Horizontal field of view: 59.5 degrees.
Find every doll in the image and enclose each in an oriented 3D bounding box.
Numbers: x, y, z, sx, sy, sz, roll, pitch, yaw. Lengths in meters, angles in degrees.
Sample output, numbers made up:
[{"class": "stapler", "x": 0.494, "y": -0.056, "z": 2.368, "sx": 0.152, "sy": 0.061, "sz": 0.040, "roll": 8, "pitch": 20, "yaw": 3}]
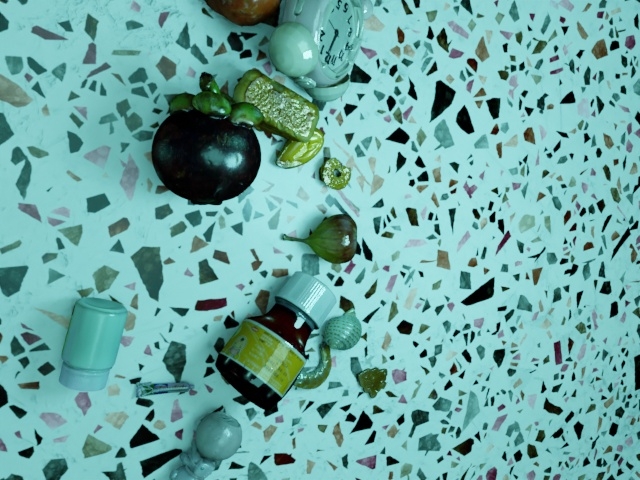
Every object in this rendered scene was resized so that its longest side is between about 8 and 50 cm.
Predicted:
[{"class": "doll", "x": -0.354, "y": 0.664, "z": 1.693, "sx": 0.151, "sy": 0.151, "sz": 0.287, "roll": 35, "pitch": 86, "yaw": -26}]

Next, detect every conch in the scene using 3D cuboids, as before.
[{"class": "conch", "x": 0.085, "y": 0.311, "z": 1.872, "sx": 0.153, "sy": 0.102, "sz": 0.135, "roll": -34, "pitch": 125, "yaw": -18}]

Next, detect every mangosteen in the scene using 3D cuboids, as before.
[{"class": "mangosteen", "x": -0.299, "y": -0.243, "z": 1.484, "sx": 0.311, "sy": 0.311, "sz": 0.311, "roll": -4, "pitch": 100, "yaw": -25}]

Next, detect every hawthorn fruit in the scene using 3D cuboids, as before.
[{"class": "hawthorn fruit", "x": -0.192, "y": -0.697, "z": 1.526, "sx": 0.272, "sy": 0.242, "sz": 0.242, "roll": 24, "pitch": 87, "yaw": -58}]

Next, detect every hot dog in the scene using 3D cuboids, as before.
[{"class": "hot dog", "x": -0.137, "y": -0.384, "z": 1.620, "sx": 0.257, "sy": 0.153, "sz": 0.150, "roll": 25, "pitch": 91, "yaw": -25}]

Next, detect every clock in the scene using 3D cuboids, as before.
[{"class": "clock", "x": 0.000, "y": -0.587, "z": 1.588, "sx": 0.342, "sy": 0.184, "sz": 0.325, "roll": 15, "pitch": 90, "yaw": -59}]

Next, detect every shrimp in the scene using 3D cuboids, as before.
[{"class": "shrimp", "x": -0.030, "y": 0.412, "z": 1.860, "sx": 0.161, "sy": 0.049, "sz": 0.166, "roll": 16, "pitch": 90, "yaw": -30}]

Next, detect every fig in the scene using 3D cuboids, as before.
[{"class": "fig", "x": 0.011, "y": -0.004, "z": 1.785, "sx": 0.143, "sy": 0.231, "sz": 0.160, "roll": -32, "pitch": 120, "yaw": -65}]

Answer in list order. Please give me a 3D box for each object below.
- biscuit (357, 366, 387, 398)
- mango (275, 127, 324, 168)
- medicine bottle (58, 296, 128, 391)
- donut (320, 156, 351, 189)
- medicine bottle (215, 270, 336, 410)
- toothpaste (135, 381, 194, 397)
[{"class": "biscuit", "x": 0.181, "y": 0.495, "z": 1.988, "sx": 0.130, "sy": 0.019, "sz": 0.119, "roll": 31, "pitch": 85, "yaw": -27}, {"class": "mango", "x": -0.061, "y": -0.284, "z": 1.722, "sx": 0.187, "sy": 0.066, "sz": 0.101, "roll": -42, "pitch": 121, "yaw": -8}, {"class": "medicine bottle", "x": -0.612, "y": 0.276, "z": 1.504, "sx": 0.139, "sy": 0.139, "sz": 0.225, "roll": 14, "pitch": 92, "yaw": -27}, {"class": "donut", "x": 0.044, "y": -0.213, "z": 1.795, "sx": 0.108, "sy": 0.043, "sz": 0.097, "roll": 38, "pitch": 81, "yaw": -27}, {"class": "medicine bottle", "x": -0.122, "y": 0.291, "z": 1.704, "sx": 0.242, "sy": 0.242, "sz": 0.395, "roll": 49, "pitch": 63, "yaw": -24}, {"class": "toothpaste", "x": -0.461, "y": 0.440, "z": 1.666, "sx": 0.170, "sy": 0.028, "sz": 0.045, "roll": 2, "pitch": 86, "yaw": -23}]
